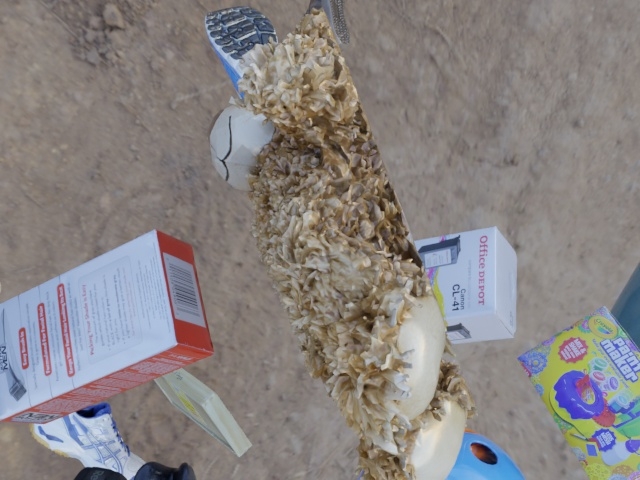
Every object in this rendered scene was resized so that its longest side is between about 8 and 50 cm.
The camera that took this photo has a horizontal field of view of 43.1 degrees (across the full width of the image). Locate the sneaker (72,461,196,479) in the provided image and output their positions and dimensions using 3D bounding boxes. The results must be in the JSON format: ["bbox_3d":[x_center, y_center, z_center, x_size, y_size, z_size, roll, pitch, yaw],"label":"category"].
[{"bbox_3d":[-0.150,0.207,0.474,0.109,0.286,0.130,-1,88,14],"label":"sneaker"}]

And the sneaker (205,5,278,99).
[{"bbox_3d":[-0.127,-0.299,1.515,0.130,0.147,0.330,-19,68,-25],"label":"sneaker"}]

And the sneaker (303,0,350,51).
[{"bbox_3d":[-0.001,-0.358,1.265,0.071,0.066,0.188,-27,48,30],"label":"sneaker"}]

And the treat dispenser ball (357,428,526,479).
[{"bbox_3d":[0.192,0.437,1.273,0.288,0.288,0.288,-1,81,9],"label":"treat dispenser ball"}]

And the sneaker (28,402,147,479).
[{"bbox_3d":[-0.468,0.425,1.740,0.296,0.112,0.131,40,81,-29],"label":"sneaker"}]

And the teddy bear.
[{"bbox_3d":[0.000,0.000,0.500,0.113,0.245,0.338,-20,65,3],"label":"teddy bear"}]

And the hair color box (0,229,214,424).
[{"bbox_3d":[-0.169,0.069,0.615,0.167,0.053,0.093,-23,66,18],"label":"hair color box"}]

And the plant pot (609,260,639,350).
[{"bbox_3d":[0.776,0.088,1.612,0.341,0.341,0.334,34,110,12],"label":"plant pot"}]

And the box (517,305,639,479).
[{"bbox_3d":[0.506,0.317,1.334,0.177,0.279,0.290,-33,38,9],"label":"box"}]

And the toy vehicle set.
[{"bbox_3d":[-0.260,0.320,1.639,0.035,0.166,0.267,-43,39,-22],"label":"toy vehicle set"}]

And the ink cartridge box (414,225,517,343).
[{"bbox_3d":[0.274,0.112,1.830,0.306,0.131,0.226,-13,54,30],"label":"ink cartridge box"}]
